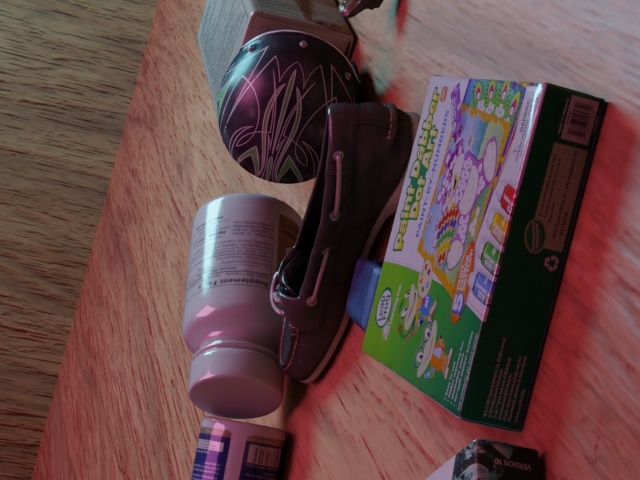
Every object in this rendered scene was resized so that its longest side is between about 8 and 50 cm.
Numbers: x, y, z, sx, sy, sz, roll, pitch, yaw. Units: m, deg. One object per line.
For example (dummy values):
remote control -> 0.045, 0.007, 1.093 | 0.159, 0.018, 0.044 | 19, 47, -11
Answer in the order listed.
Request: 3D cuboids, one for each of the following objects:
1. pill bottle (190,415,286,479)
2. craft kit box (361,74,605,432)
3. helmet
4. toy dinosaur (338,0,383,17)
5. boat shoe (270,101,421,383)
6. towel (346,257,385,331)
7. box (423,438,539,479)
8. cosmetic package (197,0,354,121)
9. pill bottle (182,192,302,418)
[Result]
pill bottle -> -0.096, 0.279, 1.577 | 0.094, 0.094, 0.169 | 163, 119, -71
craft kit box -> 0.119, -0.003, 1.150 | 0.246, 0.061, 0.250 | -153, 77, -76
helmet -> -0.034, -0.144, 1.575 | 0.161, 0.169, 0.169 | -76, 3, -76
toy dinosaur -> 0.061, -0.356, 1.601 | 0.118, 0.064, 0.268 | -2, 73, 59
boat shoe -> 0.000, 0.000, 1.464 | 0.112, 0.095, 0.335 | -100, 27, -53
towel -> 0.056, 0.056, 1.354 | 0.119, 0.029, 0.067 | -143, 67, -72
box -> 0.082, 0.327, 1.011 | 0.232, 0.058, 0.322 | 126, 151, -54
cosmetic package -> -0.062, -0.248, 1.806 | 0.296, 0.129, 0.153 | -108, 33, -60
pill bottle -> -0.086, 0.074, 1.630 | 0.131, 0.131, 0.229 | 125, 154, -52
